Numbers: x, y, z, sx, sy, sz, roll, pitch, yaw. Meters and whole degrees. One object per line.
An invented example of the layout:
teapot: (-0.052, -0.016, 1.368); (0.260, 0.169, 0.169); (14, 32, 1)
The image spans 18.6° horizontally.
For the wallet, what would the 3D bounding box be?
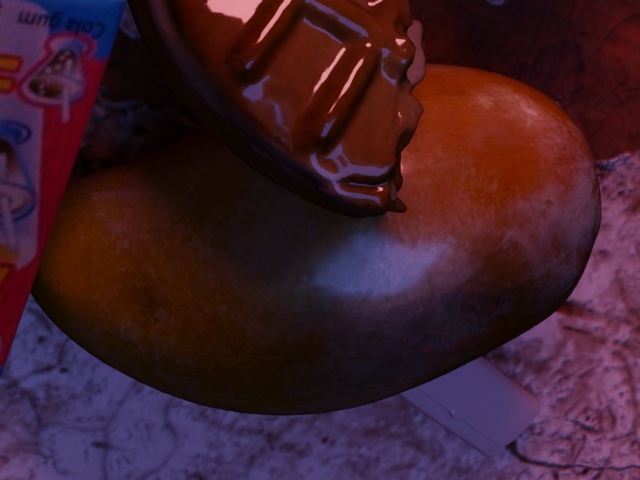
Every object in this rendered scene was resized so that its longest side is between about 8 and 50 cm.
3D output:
wallet: (0.106, 0.113, 1.445); (0.061, 0.025, 0.122); (-47, 125, 10)

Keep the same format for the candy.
candy: (-0.236, -0.043, 1.132); (0.157, 0.100, 0.305); (6, 122, -30)

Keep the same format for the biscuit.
biscuit: (0.029, -0.209, 1.124); (0.268, 0.115, 0.366); (40, 66, -11)

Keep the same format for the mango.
mango: (0.000, 0.000, 1.240); (0.384, 0.199, 0.221); (-6, 134, -13)
